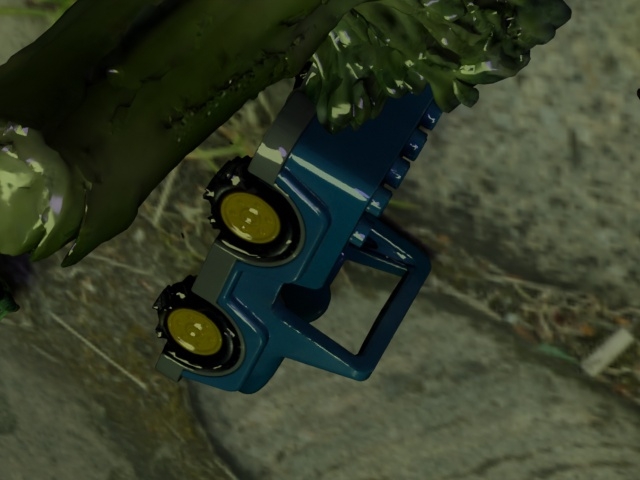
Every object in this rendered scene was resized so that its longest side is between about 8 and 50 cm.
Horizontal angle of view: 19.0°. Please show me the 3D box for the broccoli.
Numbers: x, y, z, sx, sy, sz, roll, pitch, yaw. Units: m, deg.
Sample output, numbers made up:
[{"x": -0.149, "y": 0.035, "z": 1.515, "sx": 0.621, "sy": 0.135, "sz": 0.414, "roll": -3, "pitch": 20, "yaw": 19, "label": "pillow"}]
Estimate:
[{"x": 0.004, "y": -0.091, "z": 0.645, "sx": 0.198, "sy": 0.275, "sz": 0.177, "roll": -10, "pitch": 119, "yaw": 24, "label": "broccoli"}]

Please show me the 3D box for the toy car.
[{"x": 0.000, "y": 0.000, "z": 0.849, "sx": 0.100, "sy": 0.097, "sz": 0.191, "roll": 32, "pitch": 136, "yaw": 2, "label": "toy car"}]

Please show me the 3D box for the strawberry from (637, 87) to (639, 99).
[{"x": 0.193, "y": -0.055, "z": 0.693, "sx": 0.145, "sy": 0.086, "sz": 0.145, "roll": 17, "pitch": 133, "yaw": 20, "label": "strawberry"}]

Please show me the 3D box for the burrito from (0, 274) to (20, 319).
[{"x": -0.209, "y": 0.025, "z": 1.026, "sx": 0.104, "sy": 0.054, "sz": 0.288, "roll": 24, "pitch": 135, "yaw": 11, "label": "burrito"}]
